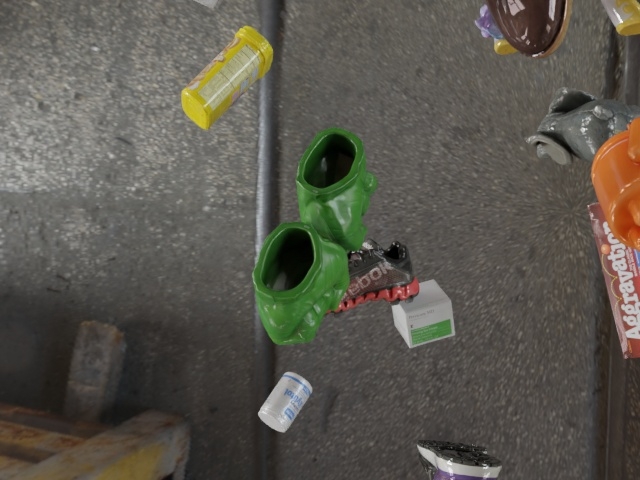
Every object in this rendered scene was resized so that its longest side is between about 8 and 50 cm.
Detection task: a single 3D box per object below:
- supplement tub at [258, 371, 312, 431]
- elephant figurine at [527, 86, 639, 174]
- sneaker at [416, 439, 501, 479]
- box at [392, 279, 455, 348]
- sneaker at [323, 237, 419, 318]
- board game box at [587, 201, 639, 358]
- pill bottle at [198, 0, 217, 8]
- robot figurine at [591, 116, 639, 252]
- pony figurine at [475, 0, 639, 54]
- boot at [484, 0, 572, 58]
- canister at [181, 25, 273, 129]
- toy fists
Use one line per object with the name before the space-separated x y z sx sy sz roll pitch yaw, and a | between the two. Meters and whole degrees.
supplement tub | -0.071 0.331 1.709 0.071 0.071 0.107 27 60 14
elephant figurine | 0.480 -0.206 1.604 0.239 0.169 0.186 19 127 45
sneaker | 0.188 0.358 1.187 0.107 0.283 0.124 5 83 6
box | 0.205 0.147 1.677 0.101 0.102 0.087 -15 116 -8
sneaker | 0.060 0.066 1.578 0.275 0.097 0.135 -10 109 -21
board game box | 0.564 0.058 1.437 0.145 0.027 0.282 -16 85 46
pill bottle | -0.130 -0.400 0.986 0.121 0.121 0.221 27 101 14
robot figurine | 0.445 -0.074 1.139 0.158 0.219 0.128 35 120 -18
pony figurine | 0.308 -0.471 1.228 0.350 0.303 0.364 -7 76 13
boot | 0.098 -0.257 0.677 0.090 0.206 0.249 -10 98 55
canister | -0.170 -0.289 1.495 0.073 0.126 0.170 41 75 1
toy fists | 0.000 0.000 1.048 0.096 0.142 0.279 15 61 11
